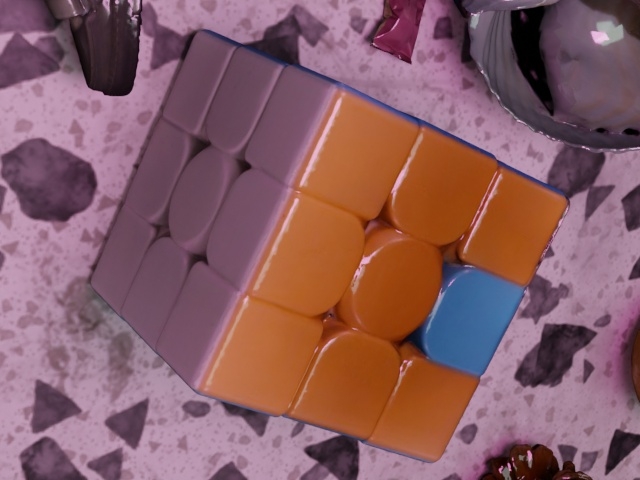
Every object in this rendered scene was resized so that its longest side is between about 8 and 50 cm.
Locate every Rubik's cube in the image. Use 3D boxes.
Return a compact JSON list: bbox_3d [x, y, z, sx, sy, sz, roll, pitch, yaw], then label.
[{"bbox_3d":[0.000,0.000,1.255,0.292,0.290,0.291,22,96,-34],"label":"Rubik's cube"}]

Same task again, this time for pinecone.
[{"bbox_3d":[0.270,0.354,1.602,0.150,0.195,0.179,-1,122,-49],"label":"pinecone"}]

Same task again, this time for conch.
[{"bbox_3d":[0.312,-0.256,1.388,0.319,0.215,0.303,-10,110,8],"label":"conch"}]

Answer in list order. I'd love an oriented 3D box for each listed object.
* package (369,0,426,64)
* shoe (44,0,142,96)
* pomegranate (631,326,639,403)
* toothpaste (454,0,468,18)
[{"bbox_3d":[0.084,-0.233,1.374,0.059,0.029,0.083,17,90,-36],"label":"package"},{"bbox_3d":[-0.241,-0.265,1.140,0.149,0.109,0.293,-9,109,-22],"label":"shoe"},{"bbox_3d":[0.482,0.158,1.639,0.191,0.191,0.191,-10,112,-26],"label":"pomegranate"},{"bbox_3d":[0.150,-0.267,1.404,0.027,0.019,0.083,-29,117,2],"label":"toothpaste"}]
